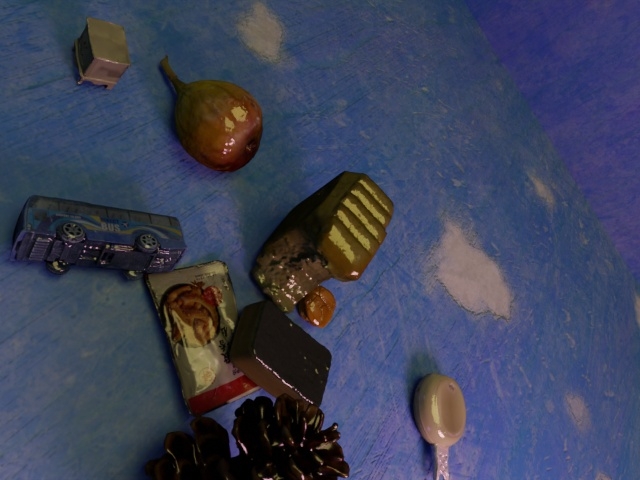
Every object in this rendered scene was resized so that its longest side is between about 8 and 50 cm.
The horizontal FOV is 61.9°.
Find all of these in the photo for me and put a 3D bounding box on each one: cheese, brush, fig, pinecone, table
[{"bbox_3d":[0.256,0.403,1.140,0.137,0.064,0.227,26,56,-30],"label":"cheese"},{"bbox_3d":[-0.063,0.202,0.926,0.197,0.059,0.123,45,39,-28],"label":"brush"},{"bbox_3d":[-0.215,-0.248,0.982,0.257,0.159,0.159,50,43,11],"label":"fig"},{"bbox_3d":[-0.094,0.320,0.709,0.246,0.292,0.246,44,15,-15],"label":"pinecone"},{"bbox_3d":[-0.367,-0.308,0.887,0.062,0.083,0.079,-1,71,-44],"label":"table"}]

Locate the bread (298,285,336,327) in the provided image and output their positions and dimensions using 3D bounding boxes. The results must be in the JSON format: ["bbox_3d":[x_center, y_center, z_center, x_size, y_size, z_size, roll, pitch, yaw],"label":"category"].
[{"bbox_3d":[-0.006,0.128,1.040,0.083,0.046,0.080,-22,91,-49],"label":"bread"}]

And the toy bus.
[{"bbox_3d":[-0.322,-0.002,0.791,0.237,0.079,0.094,10,40,-39],"label":"toy bus"}]

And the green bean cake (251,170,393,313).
[{"bbox_3d":[0.000,0.000,0.974,0.124,0.236,0.233,45,45,-13],"label":"green bean cake"}]

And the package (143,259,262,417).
[{"bbox_3d":[-0.187,0.152,0.875,0.154,0.030,0.239,-10,77,-46],"label":"package"}]
